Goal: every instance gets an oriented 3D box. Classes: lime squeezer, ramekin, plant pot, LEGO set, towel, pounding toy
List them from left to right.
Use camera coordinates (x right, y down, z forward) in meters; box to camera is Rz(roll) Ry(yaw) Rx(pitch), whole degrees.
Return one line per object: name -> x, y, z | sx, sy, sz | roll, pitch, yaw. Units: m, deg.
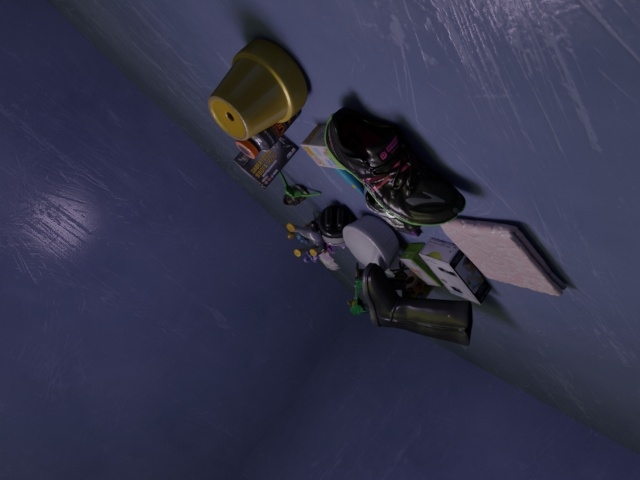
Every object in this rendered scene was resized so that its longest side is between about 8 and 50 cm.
plant pot -> -0.208, -0.446, 1.473 | 0.253, 0.239, 0.254 | 32, 155, 17
lime squeezer -> -0.124, -0.271, 2.483 | 0.310, 0.110, 0.058 | 34, -163, 26
ramekin -> 0.240, 0.006, 2.179 | 0.273, 0.127, 0.273 | 42, 159, 20
LEGO set -> 0.289, 0.229, 2.333 | 0.192, 0.330, 0.255 | -82, -15, -61
pounding toy -> 0.453, 0.253, 2.405 | 0.181, 0.206, 0.094 | 45, 167, -31
towel -> 0.575, 0.042, 1.528 | 0.317, 0.053, 0.331 | 42, 170, -22

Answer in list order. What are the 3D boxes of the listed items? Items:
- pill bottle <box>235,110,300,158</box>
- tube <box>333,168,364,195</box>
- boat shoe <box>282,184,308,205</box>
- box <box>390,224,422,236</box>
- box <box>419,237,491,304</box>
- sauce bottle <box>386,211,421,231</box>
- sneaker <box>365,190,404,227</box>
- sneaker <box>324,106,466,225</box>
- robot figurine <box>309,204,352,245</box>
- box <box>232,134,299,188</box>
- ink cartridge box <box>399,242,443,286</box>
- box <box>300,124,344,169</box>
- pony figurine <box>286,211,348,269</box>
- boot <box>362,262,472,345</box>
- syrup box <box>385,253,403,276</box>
pill bottle -> -0.191, -0.407, 1.685 | 0.130, 0.246, 0.130 | 37, 170, 8
tube -> 0.105, -0.257, 1.852 | 0.207, 0.052, 0.080 | 42, -148, -22
boat shoe -> -0.145, -0.240, 2.648 | 0.103, 0.092, 0.285 | 44, 168, -14
box -> 0.326, -0.075, 1.939 | 0.116, 0.029, 0.162 | 46, 166, -30
box -> 0.537, 0.122, 1.894 | 0.290, 0.087, 0.169 | 46, 167, -33
sauce bottle -> 0.246, -0.160, 1.637 | 0.344, 0.111, 0.111 | 45, 168, -36
sneaker -> 0.257, -0.126, 1.823 | 0.234, 0.078, 0.106 | 34, 171, 32
sneaker -> 0.201, -0.210, 1.376 | 0.482, 0.185, 0.202 | 36, 173, 9
robot figurine -> 0.076, -0.072, 2.393 | 0.209, 0.174, 0.278 | 39, 169, 13
box -> -0.234, -0.366, 2.046 | 0.183, 0.231, 0.056 | 41, 173, -8
ink cartridge box -> 0.442, 0.106, 2.126 | 0.188, 0.097, 0.255 | 41, 168, -11
box -> 0.041, -0.324, 1.641 | 0.114, 0.103, 0.203 | 46, 167, -32
pony figurine -> 0.000, 0.000, 2.627 | 0.351, 0.303, 0.363 | 47, -147, 10
boot -> 0.424, 0.270, 2.057 | 0.444, 0.146, 0.367 | 9, 136, 31
syrup box -> 0.324, 0.075, 2.399 | 0.237, 0.093, 0.096 | 44, 168, -29
